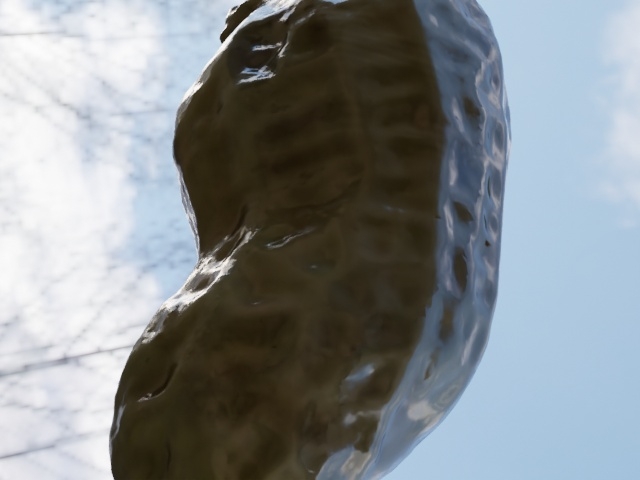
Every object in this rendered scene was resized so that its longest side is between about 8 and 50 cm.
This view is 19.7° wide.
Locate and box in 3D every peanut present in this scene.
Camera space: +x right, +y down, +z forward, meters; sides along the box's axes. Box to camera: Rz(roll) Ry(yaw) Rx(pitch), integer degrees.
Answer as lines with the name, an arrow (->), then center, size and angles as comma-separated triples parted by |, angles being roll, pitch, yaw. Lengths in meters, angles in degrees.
peanut -> 0.000, 0.000, 0.778 | 0.140, 0.153, 0.325 | -39, -156, 48
